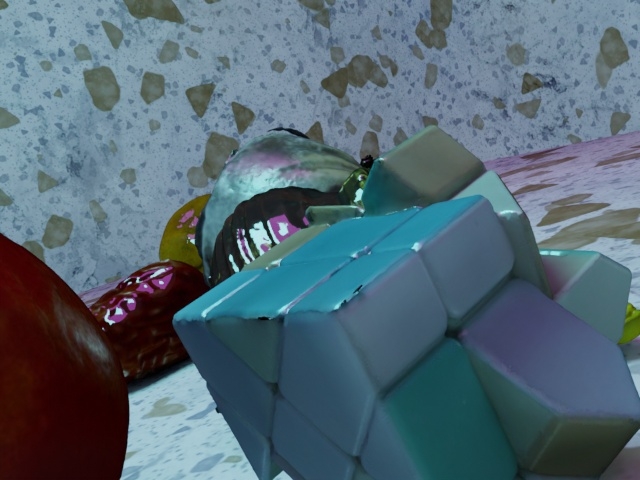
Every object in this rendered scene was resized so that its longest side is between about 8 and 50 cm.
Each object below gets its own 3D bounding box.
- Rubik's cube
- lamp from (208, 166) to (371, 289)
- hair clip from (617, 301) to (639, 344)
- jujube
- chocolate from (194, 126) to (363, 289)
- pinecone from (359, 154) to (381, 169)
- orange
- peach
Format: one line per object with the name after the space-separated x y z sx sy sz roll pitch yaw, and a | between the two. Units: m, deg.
0.067 0.058 0.446 0.213 0.224 0.265 -34 15 -33 | Rubik's cube
0.009 0.047 0.692 0.246 0.247 0.247 -16 7 2 | lamp
0.216 0.080 0.681 0.072 0.046 0.173 -25 9 -34 | hair clip
-0.254 0.121 1.080 0.155 0.155 0.230 -11 10 41 | jujube
0.000 0.000 1.057 0.213 0.303 0.303 17 26 36 | chocolate
0.128 -0.112 1.829 0.221 0.222 0.221 -16 7 2 | pinecone
-0.209 0.025 1.475 0.249 0.249 0.183 -23 -7 -44 | orange
-0.293 0.102 0.503 0.281 0.338 0.281 -24 35 18 | peach
